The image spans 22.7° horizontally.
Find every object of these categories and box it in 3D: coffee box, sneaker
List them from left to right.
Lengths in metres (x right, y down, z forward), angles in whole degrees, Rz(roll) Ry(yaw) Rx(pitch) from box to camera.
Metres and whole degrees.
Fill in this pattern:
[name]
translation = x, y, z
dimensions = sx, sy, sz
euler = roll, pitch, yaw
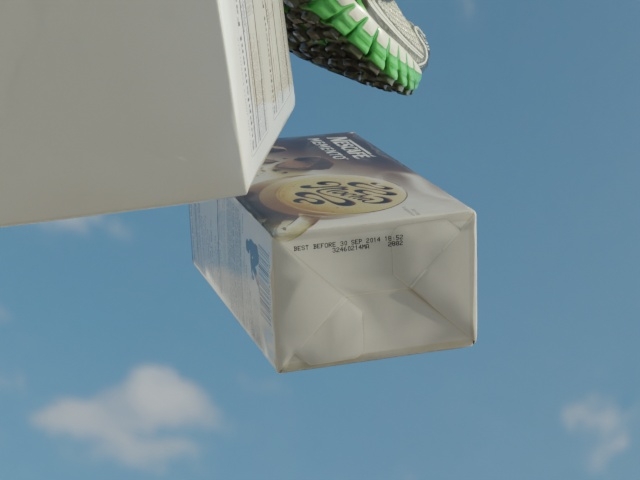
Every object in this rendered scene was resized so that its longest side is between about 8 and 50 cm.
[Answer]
[coffee box]
translation = 0.000, 0.000, 1.354
dimensions = 0.168, 0.297, 0.118
euler = -7, -72, -16
[sneaker]
translation = 0.002, -0.223, 1.129
dimensions = 0.134, 0.146, 0.343
euler = 27, -14, 37

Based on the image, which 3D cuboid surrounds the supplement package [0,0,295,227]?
[supplement package]
translation = -0.130, -0.128, 0.772
dimensions = 0.199, 0.262, 0.198
euler = -7, -78, 5
